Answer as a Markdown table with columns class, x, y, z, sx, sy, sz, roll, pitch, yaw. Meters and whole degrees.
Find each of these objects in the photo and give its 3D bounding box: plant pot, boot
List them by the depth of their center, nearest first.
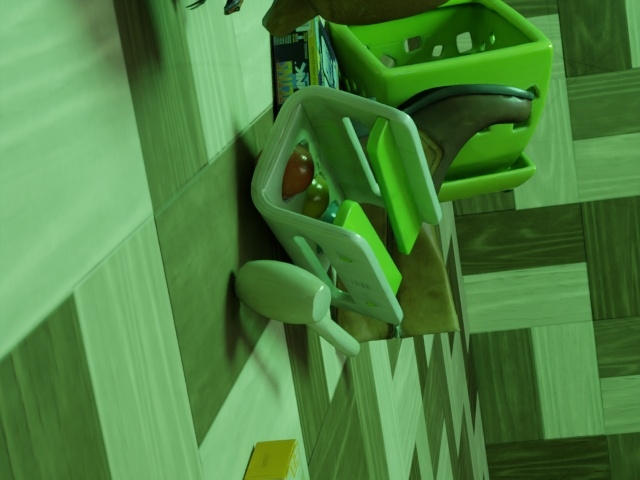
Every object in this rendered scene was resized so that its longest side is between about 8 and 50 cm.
| class | x | y | z | sx | sy | sz | roll | pitch | yaw |
| --- | --- | --- | --- | --- | --- | --- | --- | --- | --- |
| boot | 0.130 | -0.031 | 1.501 | 0.096 | 0.264 | 0.280 | -171 | -109 | -74 |
| plant pot | 0.150 | -0.174 | 1.685 | 0.228 | 0.227 | 0.207 | -122 | -156 | -59 |

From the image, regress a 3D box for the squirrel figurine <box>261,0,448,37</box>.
| class | x | y | z | sx | sy | sz | roll | pitch | yaw |
| --- | --- | --- | --- | --- | --- | --- | --- | --- | --- |
| squirrel figurine | 0.025 | -0.333 | 0.955 | 0.397 | 0.281 | 0.370 | -10 | 85 | -85 |

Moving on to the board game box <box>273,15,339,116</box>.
| class | x | y | z | sx | sy | sz | roll | pitch | yaw |
| --- | --- | --- | --- | --- | --- | --- | --- | --- | --- |
| board game box | -0.011 | -0.136 | 1.370 | 0.141 | 0.048 | 0.170 | 63 | 22 | -69 |

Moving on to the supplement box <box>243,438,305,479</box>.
| class | x | y | z | sx | sy | sz | roll | pitch | yaw |
| --- | --- | --- | --- | --- | --- | --- | --- | --- | --- |
| supplement box | -0.030 | 0.216 | 1.052 | 0.062 | 0.036 | 0.098 | -72 | 154 | -66 |

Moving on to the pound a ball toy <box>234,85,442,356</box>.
| class | x | y | z | sx | sy | sz | roll | pitch | yaw |
| --- | --- | --- | --- | --- | --- | --- | --- | --- | --- |
| pound a ball toy | 0.000 | 0.000 | 1.201 | 0.319 | 0.136 | 0.208 | 57 | 53 | -69 |

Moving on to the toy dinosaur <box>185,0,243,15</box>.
| class | x | y | z | sx | sy | sz | roll | pitch | yaw |
| --- | --- | --- | --- | --- | --- | --- | --- | --- | --- |
| toy dinosaur | -0.077 | -0.194 | 0.978 | 0.082 | 0.090 | 0.047 | 12 | 76 | -42 |
